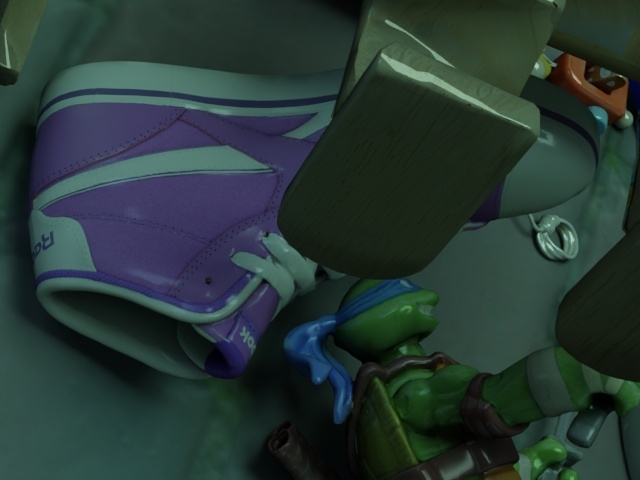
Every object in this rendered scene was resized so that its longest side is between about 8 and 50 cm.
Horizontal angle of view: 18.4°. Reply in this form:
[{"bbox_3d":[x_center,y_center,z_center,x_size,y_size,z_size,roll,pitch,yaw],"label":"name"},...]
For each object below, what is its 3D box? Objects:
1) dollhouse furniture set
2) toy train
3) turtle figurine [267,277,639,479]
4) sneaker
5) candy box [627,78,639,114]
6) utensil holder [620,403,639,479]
[{"bbox_3d":[0.030,-0.150,0.909,0.394,0.256,0.362,21,58,-10],"label":"dollhouse furniture set"},{"bbox_3d":[0.148,-0.075,1.213,0.125,0.046,0.166,35,49,-19],"label":"toy train"},{"bbox_3d":[0.132,0.124,0.988,0.274,0.198,0.266,-7,75,-37],"label":"turtle figurine"},{"bbox_3d":[0.000,0.001,0.956,0.282,0.102,0.161,-2,54,0],"label":"sneaker"},{"bbox_3d":[0.310,-0.214,1.367,0.268,0.122,0.317,-1,68,-39],"label":"candy box"},{"bbox_3d":[0.419,0.074,1.112,0.327,0.385,0.327,19,55,-31],"label":"utensil holder"}]
